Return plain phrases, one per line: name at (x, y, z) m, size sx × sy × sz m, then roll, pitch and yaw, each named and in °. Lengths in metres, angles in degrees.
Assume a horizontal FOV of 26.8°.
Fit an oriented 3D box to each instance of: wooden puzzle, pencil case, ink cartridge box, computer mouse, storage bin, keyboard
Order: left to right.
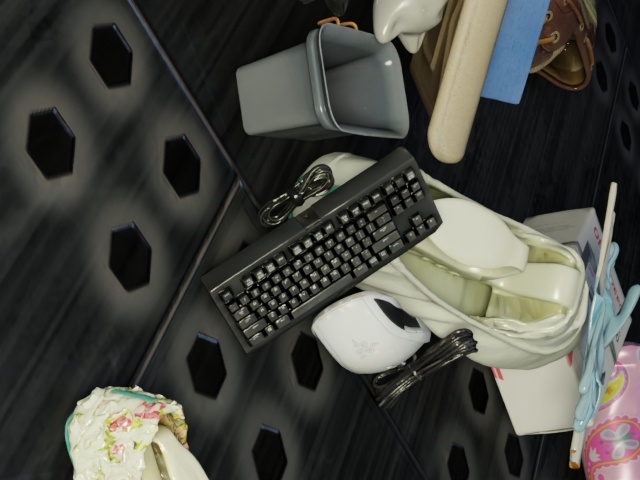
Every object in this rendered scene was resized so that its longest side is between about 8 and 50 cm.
storage bin at (-0.002, -0.123, 1.076) m, size 0.135 × 0.091 × 0.098 m, roll -2°, pitch 82°, yaw -61°
keyboard at (0.000, 0.000, 0.988) m, size 0.108 × 0.180 × 0.023 m, roll 61°, pitch -9°, yaw -31°
computer mouse at (0.054, 0.090, 1.080) m, size 0.193 × 0.106 × 0.042 m, roll 30°, pitch 34°, yaw -58°
wooden puzzle at (0.158, -0.256, 1.154) m, size 0.348 × 0.080 × 0.322 m, roll -84°, pitch -171°, yaw -69°
ink cartridge box at (0.257, 0.084, 1.459) m, size 0.159 × 0.092 × 0.218 m, roll 67°, pitch 30°, yaw -20°
pencil case at (0.356, 0.260, 1.555) m, size 0.124 × 0.124 × 0.284 m, roll 13°, pitch 71°, yaw -58°

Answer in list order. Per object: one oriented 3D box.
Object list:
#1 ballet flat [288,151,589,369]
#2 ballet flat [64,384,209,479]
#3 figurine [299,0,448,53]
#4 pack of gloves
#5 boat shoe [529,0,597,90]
ballet flat at (0.146, 0.029, 1.165) m, size 0.400 × 0.139 × 0.139 m, roll 24°, pitch 59°, yaw -41°
ballet flat at (-0.090, 0.201, 0.835) m, size 0.091 × 0.077 × 0.241 m, roll -44°, pitch 119°, yaw -57°
figurine at (0.050, -0.261, 1.040) m, size 0.215 × 0.092 × 0.210 m, roll 13°, pitch 86°, yaw -60°
pack of gloves at (0.278, 0.089, 1.283) m, size 0.195 × 0.046 × 0.232 m, roll 69°, pitch 32°, yaw -67°
boat shoe at (0.238, -0.250, 1.512) m, size 0.342 × 0.123 × 0.123 m, roll 23°, pitch 60°, yaw -63°
